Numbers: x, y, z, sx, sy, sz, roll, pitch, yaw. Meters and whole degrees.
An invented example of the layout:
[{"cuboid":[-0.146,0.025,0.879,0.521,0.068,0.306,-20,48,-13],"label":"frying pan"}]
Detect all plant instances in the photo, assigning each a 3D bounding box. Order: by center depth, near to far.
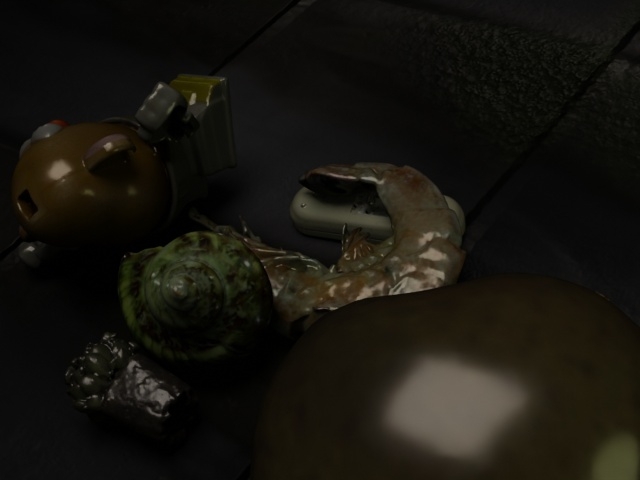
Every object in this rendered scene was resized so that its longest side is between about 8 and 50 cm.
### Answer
[{"cuboid":[-0.198,0.157,1.295,0.143,0.092,0.094,20,81,25],"label":"plant"}]

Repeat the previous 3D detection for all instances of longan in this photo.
[{"cuboid":[0.120,0.186,1.025,0.361,0.361,0.361,-8,43,7],"label":"longan"}]

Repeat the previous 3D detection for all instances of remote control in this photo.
[{"cuboid":[0.064,-0.032,1.461,0.221,0.042,0.078,10,49,26],"label":"remote control"}]

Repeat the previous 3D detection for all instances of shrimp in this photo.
[{"cuboid":[0.000,0.000,1.396,0.360,0.085,0.247,14,61,32],"label":"shrimp"}]

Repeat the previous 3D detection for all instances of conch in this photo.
[{"cuboid":[-0.144,0.065,1.318,0.187,0.181,0.124,14,52,10],"label":"conch"}]

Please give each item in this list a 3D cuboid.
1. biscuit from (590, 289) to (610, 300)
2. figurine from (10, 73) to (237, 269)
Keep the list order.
[{"cuboid":[0.207,0.091,1.296,0.199,0.034,0.064,-6,42,9],"label":"biscuit"},{"cuboid":[-0.239,-0.079,1.449,0.167,0.342,0.285,35,39,17],"label":"figurine"}]
